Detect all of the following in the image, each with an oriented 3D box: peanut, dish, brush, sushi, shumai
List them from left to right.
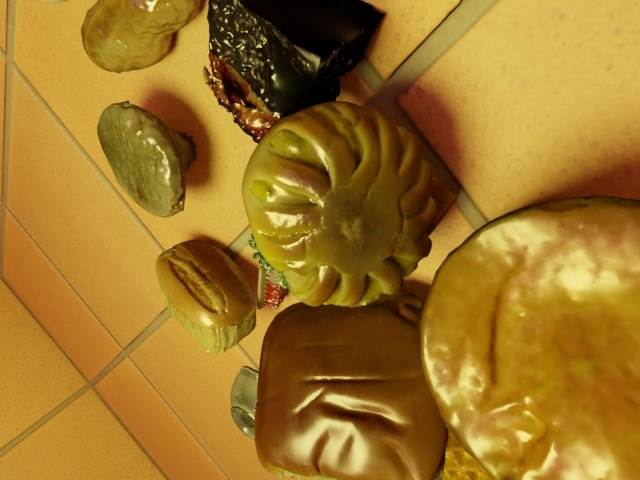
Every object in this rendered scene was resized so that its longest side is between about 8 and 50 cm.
[{"bbox_3d":[-0.255,-0.313,0.572,0.225,0.095,0.108,-16,145,36],"label":"peanut"},{"bbox_3d":[-0.267,-0.138,0.674,0.201,0.120,0.202,23,131,29],"label":"shumai"},{"bbox_3d":[-0.143,0.418,0.965,0.245,0.078,0.224,-1,115,37],"label":"dish"},{"bbox_3d":[-0.072,-0.010,0.653,0.050,0.060,0.321,17,128,13],"label":"brush"},{"bbox_3d":[-0.050,-0.194,0.457,0.172,0.153,0.151,29,140,11],"label":"sushi"}]

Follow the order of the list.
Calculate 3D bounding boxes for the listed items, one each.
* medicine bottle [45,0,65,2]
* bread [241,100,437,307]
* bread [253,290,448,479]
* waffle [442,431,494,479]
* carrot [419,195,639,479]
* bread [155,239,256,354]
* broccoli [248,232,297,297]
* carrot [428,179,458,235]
[{"bbox_3d":[-0.328,-0.414,0.533,0.236,0.139,0.139,1,117,37],"label":"medicine bottle"},{"bbox_3d":[0.027,-0.029,0.402,0.105,0.213,0.214,-124,13,-70],"label":"bread"},{"bbox_3d":[0.046,0.209,0.569,0.278,0.250,0.225,-12,145,25],"label":"bread"},{"bbox_3d":[0.242,0.356,0.647,0.283,0.065,0.310,20,124,24],"label":"waffle"},{"bbox_3d":[0.225,0.085,0.379,0.241,0.340,0.242,0,90,23],"label":"carrot"},{"bbox_3d":[-0.212,0.089,0.744,0.236,0.139,0.106,38,138,34],"label":"bread"},{"bbox_3d":[0.000,0.000,0.568,0.219,0.194,0.194,23,133,-6],"label":"broccoli"},{"bbox_3d":[0.069,-0.093,0.499,0.209,0.061,0.061,41,134,14],"label":"carrot"}]
